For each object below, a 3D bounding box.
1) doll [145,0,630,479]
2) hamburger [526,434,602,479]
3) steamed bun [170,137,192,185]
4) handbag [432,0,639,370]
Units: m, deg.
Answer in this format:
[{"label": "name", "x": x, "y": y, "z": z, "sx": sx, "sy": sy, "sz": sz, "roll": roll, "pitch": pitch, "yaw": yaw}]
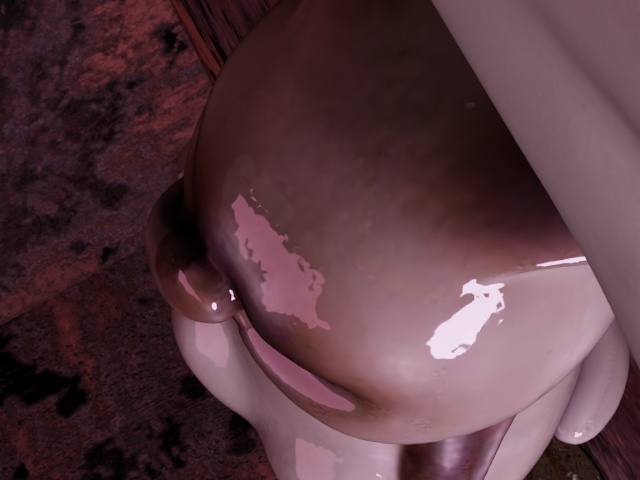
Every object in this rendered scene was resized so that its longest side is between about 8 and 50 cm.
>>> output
[{"label": "doll", "x": 0.035, "y": 0.012, "z": 0.864, "sx": 0.215, "sy": 0.226, "sz": 0.370, "roll": 63, "pitch": 177, "yaw": 20}, {"label": "hamburger", "x": 0.198, "y": 0.202, "z": 1.464, "sx": 0.084, "sy": 0.054, "sz": 0.121, "roll": 58, "pitch": -179, "yaw": -29}, {"label": "steamed bun", "x": 0.000, "y": 0.000, "z": 1.606, "sx": 0.283, "sy": 0.177, "sz": 0.283, "roll": 57, "pitch": 176, "yaw": 7}, {"label": "handbag", "x": 0.098, "y": -0.008, "z": 0.441, "sx": 0.241, "sy": 0.109, "sz": 0.315, "roll": 139, "pitch": 112, "yaw": -86}]
